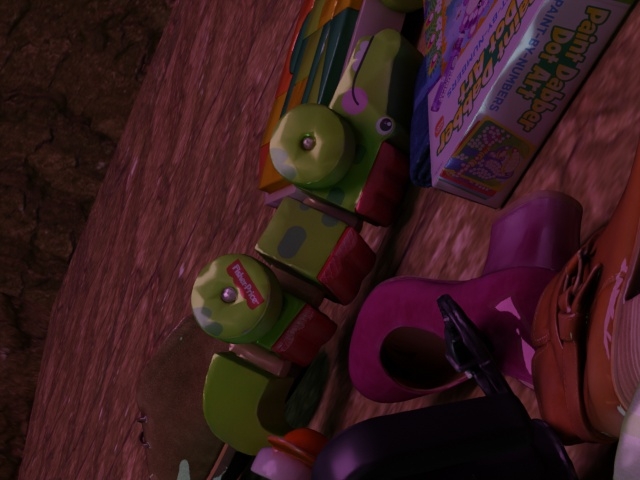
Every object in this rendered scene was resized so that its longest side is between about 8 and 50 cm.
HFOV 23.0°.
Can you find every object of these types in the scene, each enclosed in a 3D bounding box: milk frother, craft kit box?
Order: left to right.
[{"bbox_3d":[0.041,0.108,0.754,0.143,0.135,0.129,-125,26,-61],"label":"milk frother"},{"bbox_3d":[0.142,-0.190,1.015,0.246,0.061,0.250,-92,24,-47],"label":"craft kit box"}]

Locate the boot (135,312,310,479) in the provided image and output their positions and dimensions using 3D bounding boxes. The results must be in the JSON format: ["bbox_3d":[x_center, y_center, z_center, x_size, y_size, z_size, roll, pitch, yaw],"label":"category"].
[{"bbox_3d":[-0.115,0.170,1.372,0.305,0.115,0.112,-60,-5,33],"label":"boot"}]

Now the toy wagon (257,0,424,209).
[{"bbox_3d":[0.028,-0.193,1.423,0.267,0.068,0.344,165,121,-73],"label":"toy wagon"}]

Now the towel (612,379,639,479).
[{"bbox_3d":[0.170,0.056,0.558,0.152,0.023,0.113,16,87,56],"label":"towel"}]

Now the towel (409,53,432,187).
[{"bbox_3d":[0.086,-0.100,1.162,0.067,0.029,0.119,122,160,-48],"label":"towel"}]

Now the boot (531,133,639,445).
[{"bbox_3d":[0.148,-0.003,0.725,0.152,0.073,0.197,131,156,-67],"label":"boot"}]

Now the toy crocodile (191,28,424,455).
[{"bbox_3d":[0.000,0.000,1.203,0.340,0.105,0.115,-64,-25,-6],"label":"toy crocodile"}]

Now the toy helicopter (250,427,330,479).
[{"bbox_3d":[-0.009,0.207,1.027,0.355,0.140,0.235,-37,28,50],"label":"toy helicopter"}]

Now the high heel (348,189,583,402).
[{"bbox_3d":[0.076,0.074,0.899,0.244,0.082,0.117,-39,34,50],"label":"high heel"}]
